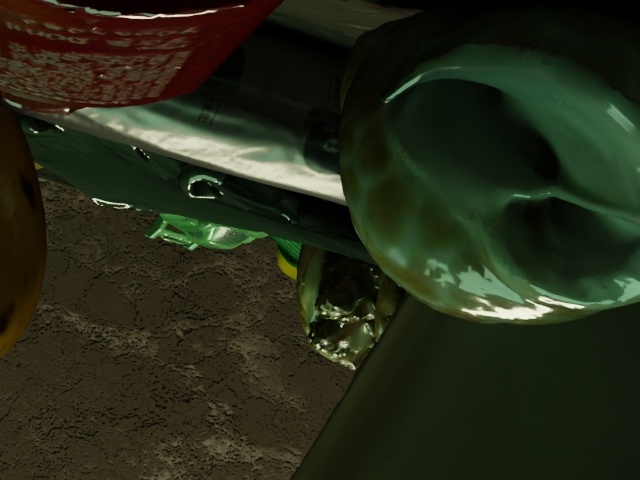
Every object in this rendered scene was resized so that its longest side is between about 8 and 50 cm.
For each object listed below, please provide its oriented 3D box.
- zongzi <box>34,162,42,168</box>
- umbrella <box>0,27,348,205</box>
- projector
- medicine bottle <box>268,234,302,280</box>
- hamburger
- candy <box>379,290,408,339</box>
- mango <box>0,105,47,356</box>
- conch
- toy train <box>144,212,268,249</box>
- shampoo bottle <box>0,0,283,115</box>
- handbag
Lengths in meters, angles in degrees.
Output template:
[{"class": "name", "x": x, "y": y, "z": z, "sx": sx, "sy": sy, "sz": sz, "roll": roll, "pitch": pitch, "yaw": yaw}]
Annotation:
[{"class": "zongzi", "x": -0.343, "y": -0.097, "z": 1.516, "sx": 0.194, "sy": 0.099, "sz": 0.197, "roll": 13, "pitch": -176, "yaw": 38}, {"class": "umbrella", "x": 0.005, "y": -0.052, "z": 0.789, "sx": 0.337, "sy": 0.067, "sz": 0.073, "roll": 15, "pitch": -172, "yaw": -24}, {"class": "projector", "x": 0.152, "y": 0.122, "z": 1.040, "sx": 0.248, "sy": 0.249, "sz": 0.248, "roll": 33, "pitch": 180, "yaw": 13}, {"class": "medicine bottle", "x": 0.000, "y": 0.000, "z": 1.735, "sx": 0.111, "sy": 0.076, "sz": 0.309, "roll": -22, "pitch": 166, "yaw": 8}, {"class": "hamburger", "x": 0.041, "y": 0.030, "z": 1.342, "sx": 0.131, "sy": 0.159, "sz": 0.185, "roll": 17, "pitch": -162, "yaw": 20}, {"class": "candy", "x": 0.095, "y": 0.065, "z": 1.237, "sx": 0.096, "sy": 0.209, "sz": 0.097, "roll": 34, "pitch": -165, "yaw": -10}, {"class": "mango", "x": -0.222, "y": -0.044, "z": 0.806, "sx": 0.290, "sy": 0.160, "sz": 0.191, "roll": 42, "pitch": 163, "yaw": 44}, {"class": "conch", "x": 0.069, "y": -0.029, "z": 0.569, "sx": 0.116, "sy": 0.106, "sz": 0.173, "roll": 38, "pitch": 153, "yaw": -12}, {"class": "toy train", "x": -0.107, "y": -0.026, "z": 1.772, "sx": 0.099, "sy": 0.081, "sz": 0.149, "roll": 18, "pitch": 176, "yaw": -41}, {"class": "shampoo bottle", "x": -0.071, "y": -0.081, "z": 0.472, "sx": 0.118, "sy": 0.076, "sz": 0.314, "roll": 10, "pitch": 178, "yaw": -8}, {"class": "handbag", "x": -0.082, "y": -0.054, "z": 1.098, "sx": 0.247, "sy": 0.079, "sz": 0.260, "roll": 13, "pitch": 176, "yaw": 20}]
